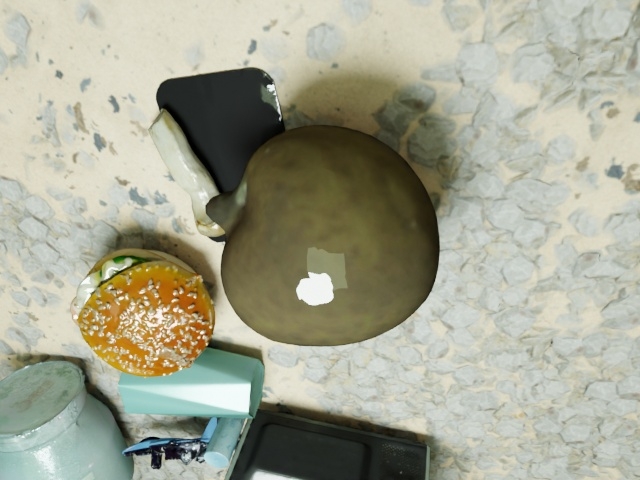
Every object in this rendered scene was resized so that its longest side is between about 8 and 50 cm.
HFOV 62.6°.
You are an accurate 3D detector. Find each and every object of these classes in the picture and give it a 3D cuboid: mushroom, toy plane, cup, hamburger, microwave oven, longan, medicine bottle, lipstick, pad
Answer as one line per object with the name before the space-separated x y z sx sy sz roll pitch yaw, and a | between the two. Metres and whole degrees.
mushroom | -0.191 -0.092 0.767 0.059 0.054 0.202 -13 114 23
toy plane | -0.298 0.431 1.090 0.246 0.078 0.169 -17 157 5
cup | -0.228 0.255 0.961 0.235 0.148 0.134 5 97 10
hamburger | -0.284 0.120 0.861 0.236 0.147 0.237 2 108 5
microwave oven | 0.015 0.493 1.004 0.355 0.218 0.286 8 123 9
longan | 0.000 0.000 0.668 0.300 0.243 0.300 3 104 13
medicine bottle | -0.543 0.418 1.083 0.245 0.245 0.290 1 120 13
lipstick | -0.167 0.342 0.984 0.048 0.158 0.048 6 124 9
pad | -0.125 -0.110 0.769 0.181 0.004 0.267 -3 122 15
